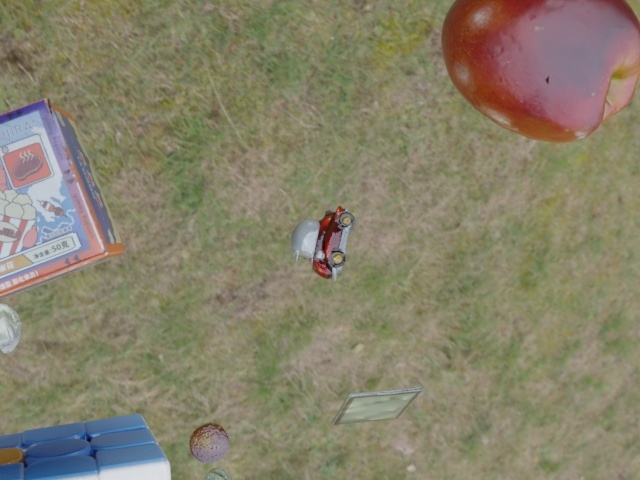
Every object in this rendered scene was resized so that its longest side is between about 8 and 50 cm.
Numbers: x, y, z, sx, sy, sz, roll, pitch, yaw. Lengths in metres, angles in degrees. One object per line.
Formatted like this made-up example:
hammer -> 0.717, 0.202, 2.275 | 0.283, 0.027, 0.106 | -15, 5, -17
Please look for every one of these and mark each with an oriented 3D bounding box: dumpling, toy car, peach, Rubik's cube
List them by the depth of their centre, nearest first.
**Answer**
peach -> 0.262, -0.229, 1.042 | 0.243, 0.243, 0.199 | 17, 113, -37
Rubik's cube -> -0.373, 0.440, 1.274 | 0.292, 0.290, 0.291 | -6, 94, -19
dumpling -> -0.519, 0.142, 1.438 | 0.057, 0.052, 0.076 | -35, 91, -22
toy car -> 0.000, 0.000, 1.655 | 0.112, 0.112, 0.139 | 13, 79, 2

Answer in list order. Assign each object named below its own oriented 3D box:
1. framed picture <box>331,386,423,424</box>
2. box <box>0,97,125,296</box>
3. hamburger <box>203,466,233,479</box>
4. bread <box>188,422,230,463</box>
framed picture -> 0.124, 0.379, 1.986 | 0.173, 0.010, 0.231 | -2, 154, -13
box -> -0.605, -0.058, 1.677 | 0.349, 0.257, 0.318 | -20, 90, -4
hamburger -> -0.235, 0.589, 2.072 | 0.054, 0.121, 0.084 | -18, 134, -45
bread -> -0.228, 0.417, 1.798 | 0.085, 0.053, 0.085 | 0, 87, -6
